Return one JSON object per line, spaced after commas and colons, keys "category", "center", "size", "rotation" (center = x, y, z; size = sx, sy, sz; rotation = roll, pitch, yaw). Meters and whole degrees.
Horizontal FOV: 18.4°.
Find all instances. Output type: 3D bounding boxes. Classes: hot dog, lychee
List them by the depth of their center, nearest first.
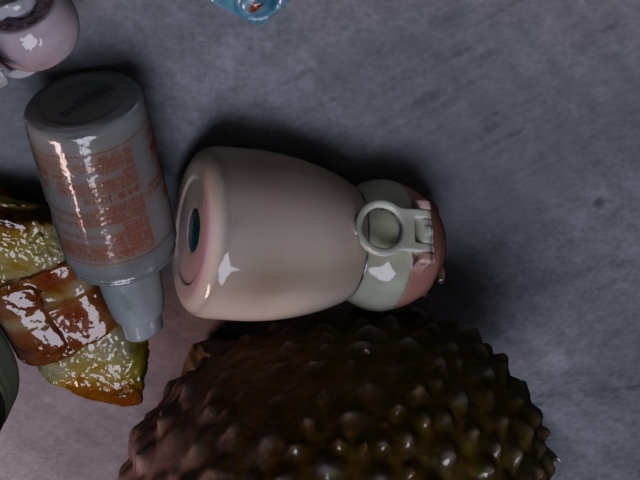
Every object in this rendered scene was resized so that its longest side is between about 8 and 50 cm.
{"category": "lychee", "center": [0.006, 0.248, 1.749], "size": [0.432, 0.380, 0.380], "rotation": [-39, 132, 1]}
{"category": "hot dog", "center": [-0.237, 0.042, 1.771], "size": [0.123, 0.093, 0.261], "rotation": [-21, 120, 10]}

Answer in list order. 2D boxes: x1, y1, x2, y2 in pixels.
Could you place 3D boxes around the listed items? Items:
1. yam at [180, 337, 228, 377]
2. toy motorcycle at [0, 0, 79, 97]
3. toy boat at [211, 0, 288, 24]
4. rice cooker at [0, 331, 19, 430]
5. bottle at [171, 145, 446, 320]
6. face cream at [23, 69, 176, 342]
{"category": "yam", "center": [-0.140, 0.206, 1.983], "size": [0.071, 0.067, 0.317], "rotation": [-8, 143, -31]}
{"category": "toy motorcycle", "center": [-0.311, -0.138, 1.549], "size": [0.254, 0.112, 0.112], "rotation": [-14, 138, 11]}
{"category": "toy boat", "center": [-0.010, -0.251, 1.443], "size": [0.109, 0.098, 0.238], "rotation": [24, 132, -32]}
{"category": "rice cooker", "center": [-0.428, 0.158, 1.753], "size": [0.288, 0.277, 0.288], "rotation": [13, 140, 11]}
{"category": "bottle", "center": [0.000, 0.000, 1.705], "size": [0.237, 0.147, 0.147], "rotation": [4, 139, -20]}
{"category": "face cream", "center": [-0.173, -0.015, 1.666], "size": [0.101, 0.101, 0.251], "rotation": [-7, 126, 6]}
